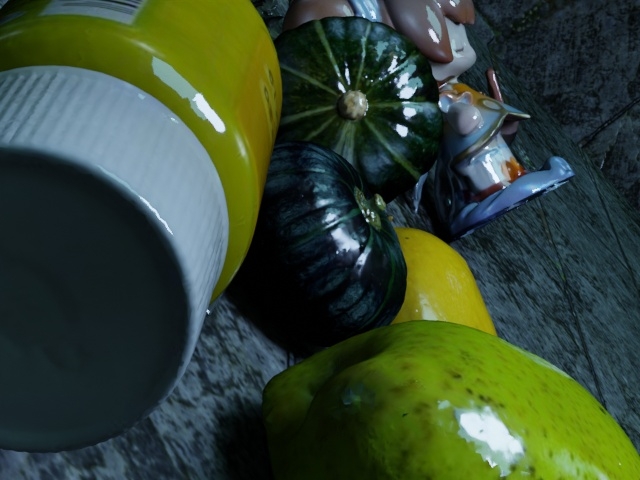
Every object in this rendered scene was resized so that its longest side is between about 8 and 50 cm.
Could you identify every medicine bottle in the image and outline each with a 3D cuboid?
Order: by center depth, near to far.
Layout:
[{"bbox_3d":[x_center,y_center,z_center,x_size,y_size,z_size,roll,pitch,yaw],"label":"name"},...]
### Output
[{"bbox_3d":[-0.146,-0.044,0.903,0.224,0.224,0.384,46,18,-17],"label":"medicine bottle"}]

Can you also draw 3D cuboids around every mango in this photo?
[{"bbox_3d":[0.110,0.108,1.402,0.176,0.119,0.317,35,33,-48],"label":"mango"}]

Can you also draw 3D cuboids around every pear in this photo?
[{"bbox_3d":[0.099,0.178,1.053,0.318,0.238,0.342,45,18,-45],"label":"pear"}]

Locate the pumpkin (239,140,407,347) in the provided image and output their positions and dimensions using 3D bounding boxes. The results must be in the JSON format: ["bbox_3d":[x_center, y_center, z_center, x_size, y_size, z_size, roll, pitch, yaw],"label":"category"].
[{"bbox_3d":[0.000,0.000,1.287,0.202,0.140,0.202,51,14,-18],"label":"pumpkin"}]

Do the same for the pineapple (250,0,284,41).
[{"bbox_3d":[-0.091,-0.276,1.654,0.130,0.119,0.277,102,-31,-53],"label":"pineapple"}]

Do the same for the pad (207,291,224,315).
[{"bbox_3d":[-0.119,-0.014,1.256,0.127,0.004,0.190,48,19,-8],"label":"pad"}]

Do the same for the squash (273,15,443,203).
[{"bbox_3d":[0.026,-0.134,1.501,0.218,0.218,0.172,54,-13,8],"label":"squash"}]

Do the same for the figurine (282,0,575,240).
[{"bbox_3d":[0.145,-0.196,1.903,0.388,0.248,0.276,62,17,3],"label":"figurine"}]
